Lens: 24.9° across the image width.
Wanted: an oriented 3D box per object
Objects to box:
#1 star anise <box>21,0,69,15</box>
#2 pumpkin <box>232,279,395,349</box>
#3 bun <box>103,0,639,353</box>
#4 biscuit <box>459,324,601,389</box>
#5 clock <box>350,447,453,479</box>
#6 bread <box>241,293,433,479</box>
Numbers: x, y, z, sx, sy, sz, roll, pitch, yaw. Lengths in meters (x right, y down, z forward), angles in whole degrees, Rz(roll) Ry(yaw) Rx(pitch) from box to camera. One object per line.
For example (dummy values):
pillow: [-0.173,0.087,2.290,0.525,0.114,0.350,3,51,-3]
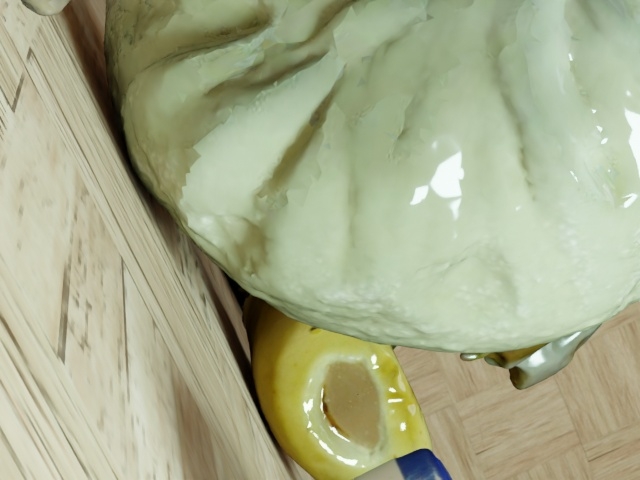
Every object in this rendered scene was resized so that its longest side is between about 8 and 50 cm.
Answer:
star anise: [-0.102,-0.183,0.401,0.258,0.110,0.198,59,2,-21]
pumpkin: [0.000,0.000,1.174,0.219,0.162,0.219,64,4,-8]
bun: [0.066,-0.112,0.747,0.211,0.359,0.360,88,-22,-71]
biscuit: [0.068,-0.105,0.917,0.366,0.268,0.115,40,-13,12]
clock: [0.050,0.185,0.462,0.230,0.083,0.230,-90,154,-87]
bread: [0.004,0.085,0.886,0.173,0.085,0.134,-124,-171,-80]
